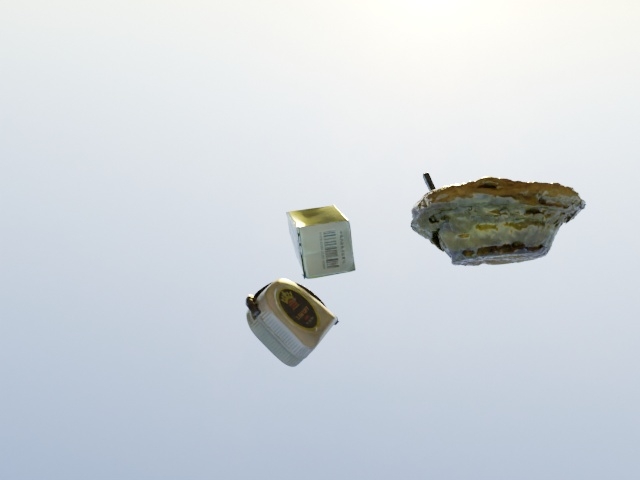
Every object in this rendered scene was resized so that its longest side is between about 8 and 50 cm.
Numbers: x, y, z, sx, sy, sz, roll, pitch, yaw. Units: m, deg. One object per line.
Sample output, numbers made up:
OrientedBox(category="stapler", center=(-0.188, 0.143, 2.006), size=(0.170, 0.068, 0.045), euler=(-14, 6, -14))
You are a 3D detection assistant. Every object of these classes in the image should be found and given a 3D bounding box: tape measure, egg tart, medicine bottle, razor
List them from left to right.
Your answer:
OrientedBox(category="tape measure", center=(-0.091, 0.211, 2.244), size=(0.231, 0.133, 0.271), euler=(45, -152, 3))
OrientedBox(category="medicine bottle", center=(0.000, 0.000, 2.070), size=(0.141, 0.137, 0.250), euler=(-7, -168, -7))
OrientedBox(category="razor", center=(0.310, -0.100, 2.116), size=(0.066, 0.033, 0.190), euler=(-9, -118, -19))
OrientedBox(category="egg tart", center=(0.293, -0.021, 1.359), size=(0.294, 0.123, 0.294), euler=(0, 170, 0))
